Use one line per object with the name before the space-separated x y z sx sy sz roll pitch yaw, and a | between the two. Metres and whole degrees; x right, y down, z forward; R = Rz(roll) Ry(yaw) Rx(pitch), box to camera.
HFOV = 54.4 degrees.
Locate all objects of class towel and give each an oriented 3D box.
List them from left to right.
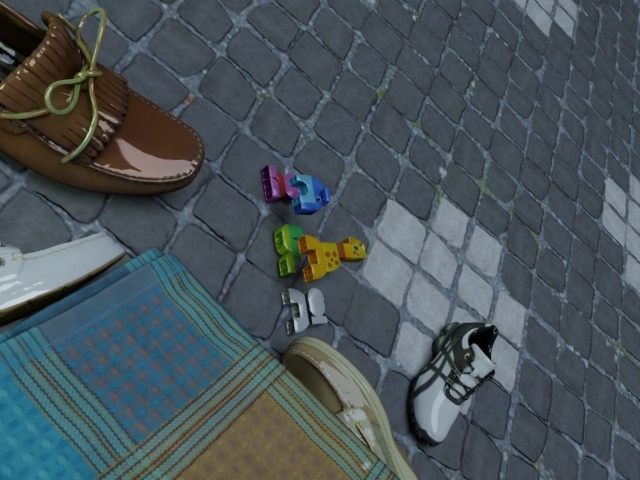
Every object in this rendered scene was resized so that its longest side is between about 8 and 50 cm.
towel | -0.082 0.175 0.465 0.370 0.040 0.271 42 35 8

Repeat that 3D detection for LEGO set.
LEGO set | 0.000 0.000 0.803 0.093 0.087 0.227 2 70 -36

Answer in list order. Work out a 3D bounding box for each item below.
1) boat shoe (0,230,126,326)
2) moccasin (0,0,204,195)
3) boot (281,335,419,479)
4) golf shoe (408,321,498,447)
boat shoe | -0.309 0.034 0.547 0.277 0.098 0.096 -26 88 -40
moccasin | -0.285 -0.167 0.622 0.380 0.147 0.139 33 54 -21
boot | -0.010 0.257 0.680 0.203 0.095 0.262 -31 94 -40
golf shoe | 0.187 0.187 0.857 0.077 0.094 0.198 40 53 -17
